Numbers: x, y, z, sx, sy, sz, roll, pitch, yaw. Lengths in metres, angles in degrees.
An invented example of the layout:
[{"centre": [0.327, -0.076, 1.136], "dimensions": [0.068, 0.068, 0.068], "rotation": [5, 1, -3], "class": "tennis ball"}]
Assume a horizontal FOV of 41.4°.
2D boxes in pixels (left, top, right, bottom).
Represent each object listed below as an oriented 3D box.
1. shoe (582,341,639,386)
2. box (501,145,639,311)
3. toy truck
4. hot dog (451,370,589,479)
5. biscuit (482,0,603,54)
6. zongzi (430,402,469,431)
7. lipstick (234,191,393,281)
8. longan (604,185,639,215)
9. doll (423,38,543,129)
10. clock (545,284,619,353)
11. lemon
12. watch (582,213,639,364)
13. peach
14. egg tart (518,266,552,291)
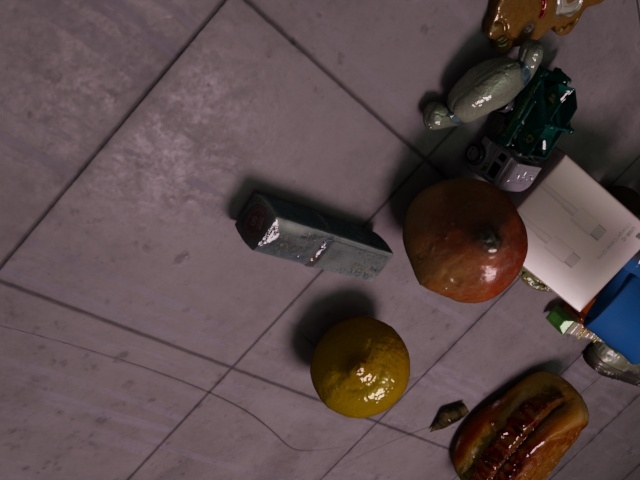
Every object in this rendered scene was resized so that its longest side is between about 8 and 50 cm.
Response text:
[{"centre": [0.820, 0.288, 2.198], "dimensions": [0.293, 0.109, 0.149], "rotation": [11, 125, -37], "class": "shoe"}, {"centre": [0.449, -0.025, 1.566], "dimensions": [0.251, 0.106, 0.203], "rotation": [37, 102, -18], "class": "box"}, {"centre": [0.345, -0.182, 1.413], "dimensions": [0.110, 0.116, 0.216], "rotation": [6, 123, -40], "class": "toy truck"}, {"centre": [0.467, 0.508, 2.084], "dimensions": [0.223, 0.185, 0.405], "rotation": [4, 123, -40], "class": "hot dog"}, {"centre": [0.356, -0.385, 1.301], "dimensions": [0.249, 0.035, 0.184], "rotation": [-28, 138, -12], "class": "biscuit"}, {"centre": [0.306, 0.423, 2.003], "dimensions": [0.076, 0.040, 0.083], "rotation": [-14, 146, -36], "class": "zongzi"}, {"centre": [0.000, 0.000, 1.354], "dimensions": [0.289, 0.077, 0.076], "rotation": [15, 116, -45], "class": "lipstick"}, {"centre": [0.602, -0.062, 1.738], "dimensions": [0.119, 0.106, 0.106], "rotation": [-9, 151, 30], "class": "longan"}, {"centre": [0.259, -0.235, 1.329], "dimensions": [0.214, 0.071, 0.103], "rotation": [-35, 151, 11], "class": "doll"}, {"centre": [0.664, 0.137, 1.950], "dimensions": [0.255, 0.106, 0.220], "rotation": [15, 116, -43], "class": "clock"}, {"centre": [0.074, 0.232, 1.545], "dimensions": [0.187, 0.187, 0.244], "rotation": [-35, 171, -4], "class": "lemon"}, {"centre": [0.674, 0.089, 1.729], "dimensions": [0.305, 0.241, 0.274], "rotation": [-38, 162, -47], "class": "watch"}, {"centre": [0.241, 0.000, 1.403], "dimensions": [0.232, 0.232, 0.232], "rotation": [-20, 136, -21], "class": "peach"}, {"centre": [0.461, 0.007, 1.681], "dimensions": [0.197, 0.078, 0.197], "rotation": [-5, 113, -12], "class": "egg tart"}]
